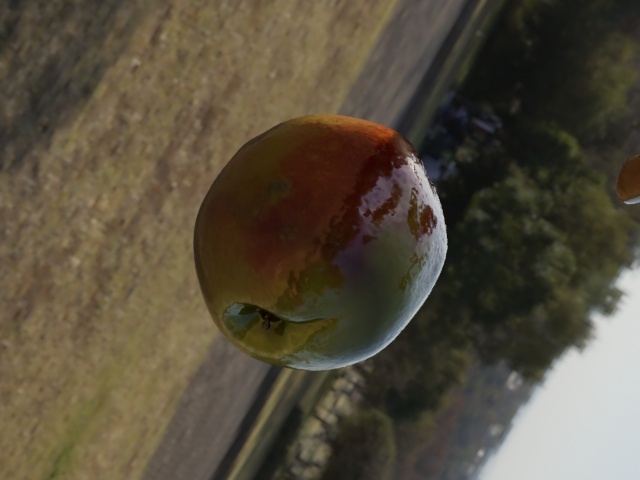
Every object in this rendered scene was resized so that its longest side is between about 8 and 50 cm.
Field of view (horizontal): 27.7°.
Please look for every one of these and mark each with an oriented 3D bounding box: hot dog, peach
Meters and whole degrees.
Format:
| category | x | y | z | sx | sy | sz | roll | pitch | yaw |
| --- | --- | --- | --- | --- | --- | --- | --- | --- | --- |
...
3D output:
| category | x | y | z | sx | sy | sz | roll | pitch | yaw |
| --- | --- | --- | --- | --- | --- | --- | --- | --- | --- |
| hot dog | 0.370 | -0.081 | 1.379 | 0.090 | 0.060 | 0.140 | -23 | -177 | -19 |
| peach | 0.000 | 0.000 | 1.163 | 0.231 | 0.231 | 0.231 | -57 | 172 | -12 |
